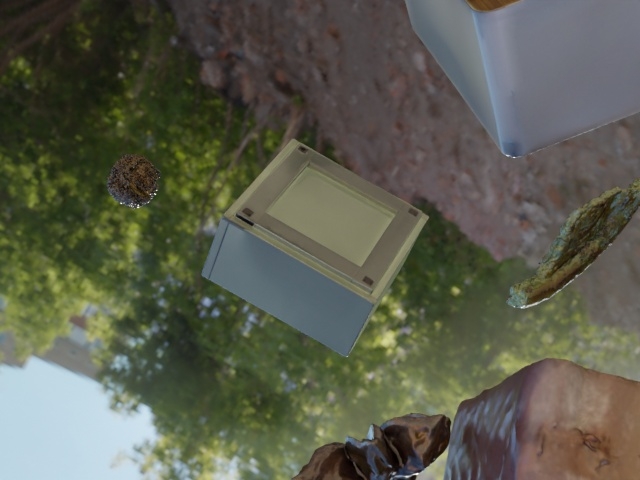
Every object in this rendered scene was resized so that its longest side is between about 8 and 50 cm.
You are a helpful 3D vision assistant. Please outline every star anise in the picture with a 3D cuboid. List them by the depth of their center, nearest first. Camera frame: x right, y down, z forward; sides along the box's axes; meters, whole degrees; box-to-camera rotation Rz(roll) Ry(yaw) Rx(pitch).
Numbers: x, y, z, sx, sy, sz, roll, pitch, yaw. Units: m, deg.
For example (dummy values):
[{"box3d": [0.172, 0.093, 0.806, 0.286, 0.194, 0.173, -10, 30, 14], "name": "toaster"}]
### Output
[{"box3d": [0.069, 0.247, 1.162, 0.212, 0.197, 0.073, 9, -133, -55], "name": "star anise"}]

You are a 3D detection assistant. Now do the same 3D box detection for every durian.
[{"box3d": [-0.275, -0.087, 1.514, 0.080, 0.080, 0.091, 27, 175, -38], "name": "durian"}]

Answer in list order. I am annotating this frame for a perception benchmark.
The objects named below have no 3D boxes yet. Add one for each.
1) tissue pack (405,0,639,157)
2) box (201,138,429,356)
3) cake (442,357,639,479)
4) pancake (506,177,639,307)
[{"box3d": [0.165, -0.204, 0.833, 0.246, 0.159, 0.136, -114, 3, -50], "name": "tissue pack"}, {"box3d": [0.000, 0.000, 1.407, 0.225, 0.117, 0.225, 29, -140, 6], "name": "box"}, {"box3d": [0.269, 0.274, 1.111, 0.237, 0.230, 0.309, 17, 161, -6], "name": "cake"}, {"box3d": [0.494, -0.002, 1.934, 0.054, 0.376, 0.197, 41, 174, 33], "name": "pancake"}]
